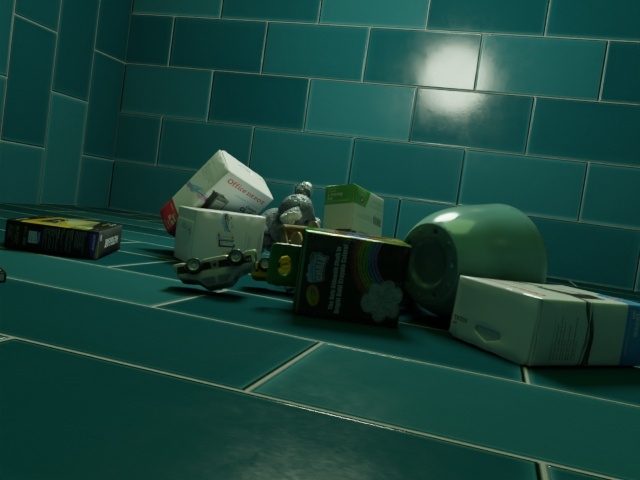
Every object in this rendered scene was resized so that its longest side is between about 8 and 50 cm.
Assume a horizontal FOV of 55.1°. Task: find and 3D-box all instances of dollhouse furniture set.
[{"bbox_3d":[0.000,0.000,1.729,0.212,0.160,0.242,5,-25,-41],"label":"dollhouse furniture set"}]

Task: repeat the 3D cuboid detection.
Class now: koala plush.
[{"bbox_3d":[-0.092,-0.067,1.942,0.203,0.196,0.221,29,-39,0],"label":"koala plush"}]

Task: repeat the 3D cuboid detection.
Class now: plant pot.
[{"bbox_3d":[0.325,0.053,1.411,0.235,0.292,0.293,2,6,-37],"label":"plant pot"}]

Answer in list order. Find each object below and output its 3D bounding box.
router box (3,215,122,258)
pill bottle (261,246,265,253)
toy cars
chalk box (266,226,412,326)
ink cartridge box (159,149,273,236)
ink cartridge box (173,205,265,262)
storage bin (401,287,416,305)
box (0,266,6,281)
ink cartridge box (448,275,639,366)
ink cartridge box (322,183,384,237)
[{"bbox_3d":[-0.727,-0.014,1.770,0.243,0.080,0.309,8,3,-8],"label":"router box"},{"bbox_3d":[-0.300,-0.003,2.243,0.123,0.122,0.219,5,5,-45],"label":"pill bottle"},{"bbox_3d":[-0.156,0.081,1.451,0.394,0.087,0.176,1,-19,-46],"label":"toy cars"},{"bbox_3d":[0.031,0.069,1.337,0.289,0.180,0.179,9,3,-1],"label":"chalk box"},{"bbox_3d":[-0.349,-0.119,2.066,0.226,0.306,0.131,32,22,-45],"label":"ink cartridge box"},{"bbox_3d":[-0.319,-0.010,1.921,0.233,0.168,0.171,6,3,-30],"label":"ink cartridge box"},{"bbox_3d":[0.176,0.118,1.662,0.180,0.084,0.122,8,4,7],"label":"storage bin"},{"bbox_3d":[-0.650,0.063,1.172,0.083,0.018,0.067,5,5,-35],"label":"box"},{"bbox_3d":[0.450,0.158,1.219,0.308,0.129,0.223,6,5,-29],"label":"ink cartridge box"},{"bbox_3d":[0.081,-0.015,1.546,0.093,0.219,0.160,-2,-13,33],"label":"ink cartridge box"}]
